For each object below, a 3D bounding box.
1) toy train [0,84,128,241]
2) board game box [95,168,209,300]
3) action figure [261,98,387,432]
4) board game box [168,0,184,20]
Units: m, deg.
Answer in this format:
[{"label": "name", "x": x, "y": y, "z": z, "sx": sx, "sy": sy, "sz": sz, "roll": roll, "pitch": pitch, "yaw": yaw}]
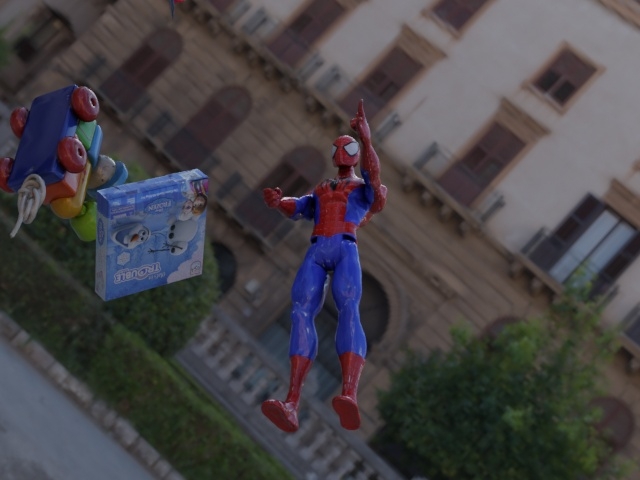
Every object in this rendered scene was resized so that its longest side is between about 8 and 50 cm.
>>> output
[{"label": "toy train", "x": -0.292, "y": -0.049, "z": 1.204, "sx": 0.248, "sy": 0.105, "sz": 0.143, "roll": -89, "pitch": 157, "yaw": -43}, {"label": "board game box", "x": -0.132, "y": -0.005, "z": 0.823, "sx": 0.020, "sy": 0.090, "sz": 0.090, "roll": 36, "pitch": -50, "yaw": 40}, {"label": "action figure", "x": 0.000, "y": 0.000, "z": 0.867, "sx": 0.091, "sy": 0.280, "sz": 0.139, "roll": -5, "pitch": -40, "yaw": 17}, {"label": "board game box", "x": -0.248, "y": -0.455, "z": 1.809, "sx": 0.168, "sy": 0.033, "sz": 0.133, "roll": 170, "pitch": -90, "yaw": -81}]
